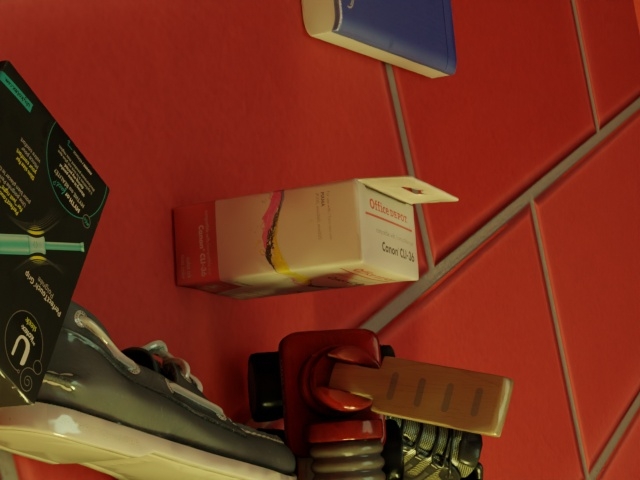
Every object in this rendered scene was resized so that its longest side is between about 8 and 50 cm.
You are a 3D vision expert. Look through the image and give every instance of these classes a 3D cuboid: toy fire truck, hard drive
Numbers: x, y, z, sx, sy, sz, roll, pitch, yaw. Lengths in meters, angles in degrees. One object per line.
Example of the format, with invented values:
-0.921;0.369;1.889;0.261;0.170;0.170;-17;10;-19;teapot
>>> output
0.041;0.169;1.231;0.246;0.158;0.217;134;-47;-77;toy fire truck
0.059;-0.291;1.688;0.319;0.040;0.210;5;78;-65;hard drive

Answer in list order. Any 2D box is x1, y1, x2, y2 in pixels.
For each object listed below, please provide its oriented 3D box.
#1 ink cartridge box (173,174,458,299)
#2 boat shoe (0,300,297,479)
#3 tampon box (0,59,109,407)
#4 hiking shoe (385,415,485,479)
0.000;0.000;1.277;0.115;0.198;0.067;16;68;-63;ink cartridge box
-0.109;0.110;1.109;0.319;0.116;0.099;27;62;-55;boat shoe
-0.210;0.000;0.934;0.120;0.101;0.161;57;35;-42;tampon box
0.089;0.175;1.519;0.227;0.114;0.086;50;39;-50;hiking shoe
